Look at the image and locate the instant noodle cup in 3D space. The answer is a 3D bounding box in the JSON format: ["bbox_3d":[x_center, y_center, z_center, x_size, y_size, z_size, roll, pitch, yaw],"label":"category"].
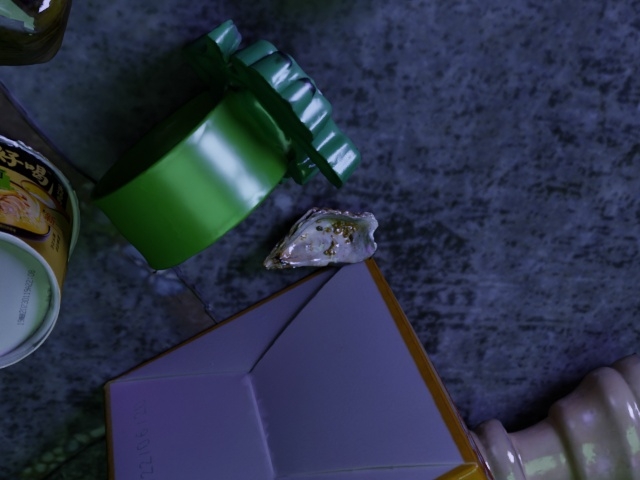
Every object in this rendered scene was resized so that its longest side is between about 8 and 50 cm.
[{"bbox_3d":[-0.243,0.014,0.723,0.152,0.122,0.151,-6,122,-10],"label":"instant noodle cup"}]

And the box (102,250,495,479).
[{"bbox_3d":[-0.001,0.203,0.797,0.260,0.283,0.213,-27,123,3],"label":"box"}]

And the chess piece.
[{"bbox_3d":[0.163,0.213,0.950,0.307,0.139,0.124,-20,80,2],"label":"chess piece"}]

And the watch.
[{"bbox_3d":[-0.079,-0.057,0.699,0.152,0.165,0.131,-41,110,-10],"label":"watch"}]

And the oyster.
[{"bbox_3d":[-0.001,-0.003,0.825,0.093,0.034,0.051,-1,107,-15],"label":"oyster"}]

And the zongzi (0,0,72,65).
[{"bbox_3d":[-0.270,-0.254,0.574,0.274,0.145,0.299,4,102,-10],"label":"zongzi"}]
